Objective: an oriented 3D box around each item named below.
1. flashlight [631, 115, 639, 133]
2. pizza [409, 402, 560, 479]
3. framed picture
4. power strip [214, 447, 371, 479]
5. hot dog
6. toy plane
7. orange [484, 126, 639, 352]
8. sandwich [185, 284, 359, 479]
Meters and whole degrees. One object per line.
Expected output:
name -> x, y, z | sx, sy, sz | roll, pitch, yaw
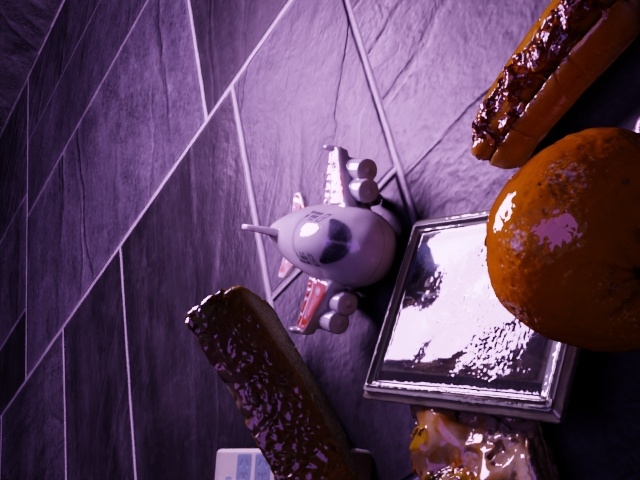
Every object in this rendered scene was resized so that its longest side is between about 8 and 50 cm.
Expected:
flashlight -> 0.288, -0.084, 0.799 | 0.110, 0.031, 0.052 | -50, 43, 43
pizza -> 0.153, 0.247, 0.855 | 0.189, 0.071, 0.297 | -55, 33, 37
framed picture -> 0.160, 0.065, 0.905 | 0.296, 0.019, 0.232 | -9, 58, 55
power strip -> -0.053, 0.335, 1.167 | 0.367, 0.043, 0.106 | -19, 63, 53
hot dog -> 0.230, -0.179, 0.878 | 0.249, 0.076, 0.102 | -53, 36, 35
toy plane -> 0.004, 0.001, 1.131 | 0.252, 0.118, 0.252 | -20, 65, 51
orange -> 0.232, 0.004, 0.703 | 0.193, 0.193, 0.161 | -64, 28, 20
sandwich -> -0.047, 0.201, 1.088 | 0.099, 0.254, 0.288 | -32, 71, -4
